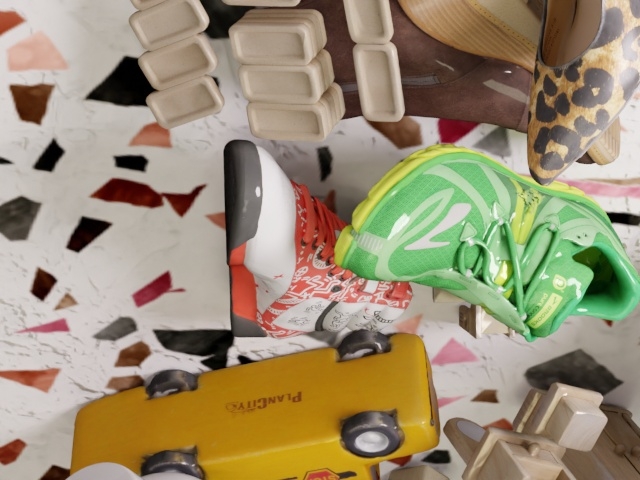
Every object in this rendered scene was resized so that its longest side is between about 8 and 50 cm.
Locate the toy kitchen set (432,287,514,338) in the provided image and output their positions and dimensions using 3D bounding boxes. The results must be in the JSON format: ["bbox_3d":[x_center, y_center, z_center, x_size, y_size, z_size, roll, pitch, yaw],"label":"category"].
[{"bbox_3d":[0.122,0.037,1.329,0.068,0.075,0.083,-1,95,-6],"label":"toy kitchen set"}]

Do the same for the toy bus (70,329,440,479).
[{"bbox_3d":[-0.057,0.182,1.410,0.332,0.108,0.130,-12,135,9],"label":"toy bus"}]

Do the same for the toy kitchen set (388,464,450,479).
[{"bbox_3d":[0.077,0.325,1.583,0.166,0.122,0.207,34,145,-32],"label":"toy kitchen set"}]

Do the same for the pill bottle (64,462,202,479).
[{"bbox_3d":[-0.100,0.316,1.341,0.181,0.181,0.323,-27,133,22],"label":"pill bottle"}]

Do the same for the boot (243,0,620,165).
[{"bbox_3d":[0.088,-0.120,1.156,0.207,0.090,0.248,-14,140,31],"label":"boot"}]

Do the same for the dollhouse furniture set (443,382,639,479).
[{"bbox_3d":[0.305,0.067,1.334,0.303,0.174,0.355,14,111,-28],"label":"dollhouse furniture set"}]

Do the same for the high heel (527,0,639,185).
[{"bbox_3d":[0.134,-0.181,0.999,0.186,0.093,0.261,23,86,-29],"label":"high heel"}]

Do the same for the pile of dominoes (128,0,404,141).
[{"bbox_3d":[-0.044,-0.185,1.057,0.196,0.040,0.251,4,124,23],"label":"pile of dominoes"}]

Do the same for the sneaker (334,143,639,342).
[{"bbox_3d":[0.139,0.006,1.180,0.295,0.123,0.109,5,124,-41],"label":"sneaker"}]

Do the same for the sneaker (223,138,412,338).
[{"bbox_3d":[0.000,-0.001,1.215,0.145,0.090,0.270,-2,154,-2],"label":"sneaker"}]
